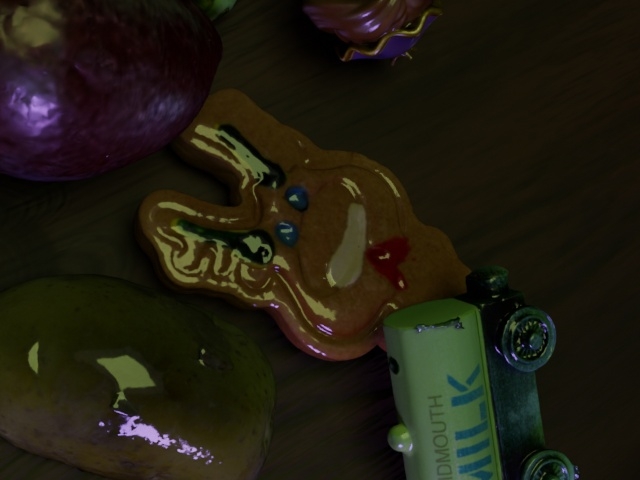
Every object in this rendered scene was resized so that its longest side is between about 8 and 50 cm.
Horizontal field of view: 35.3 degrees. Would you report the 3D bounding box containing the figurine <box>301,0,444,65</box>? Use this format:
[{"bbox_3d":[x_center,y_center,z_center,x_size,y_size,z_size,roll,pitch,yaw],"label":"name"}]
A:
[{"bbox_3d":[0.021,-0.282,0.922,0.142,0.189,0.263,-33,100,-6],"label":"figurine"}]

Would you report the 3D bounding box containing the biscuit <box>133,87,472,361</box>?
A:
[{"bbox_3d":[0.000,0.000,0.904,0.334,0.047,0.202,28,62,-18],"label":"biscuit"}]

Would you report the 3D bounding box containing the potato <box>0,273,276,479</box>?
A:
[{"bbox_3d":[-0.144,0.109,0.797,0.272,0.111,0.160,22,72,-16],"label":"potato"}]

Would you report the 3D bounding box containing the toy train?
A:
[{"bbox_3d":[0.130,0.154,0.883,0.157,0.105,0.253,-14,103,-22],"label":"toy train"}]

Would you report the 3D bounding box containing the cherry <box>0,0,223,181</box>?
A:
[{"bbox_3d":[-0.203,-0.157,0.777,0.300,0.203,0.230,5,40,-43],"label":"cherry"}]

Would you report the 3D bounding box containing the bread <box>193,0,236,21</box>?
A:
[{"bbox_3d":[-0.116,-0.266,0.902,0.071,0.130,0.139,-4,99,20],"label":"bread"}]
